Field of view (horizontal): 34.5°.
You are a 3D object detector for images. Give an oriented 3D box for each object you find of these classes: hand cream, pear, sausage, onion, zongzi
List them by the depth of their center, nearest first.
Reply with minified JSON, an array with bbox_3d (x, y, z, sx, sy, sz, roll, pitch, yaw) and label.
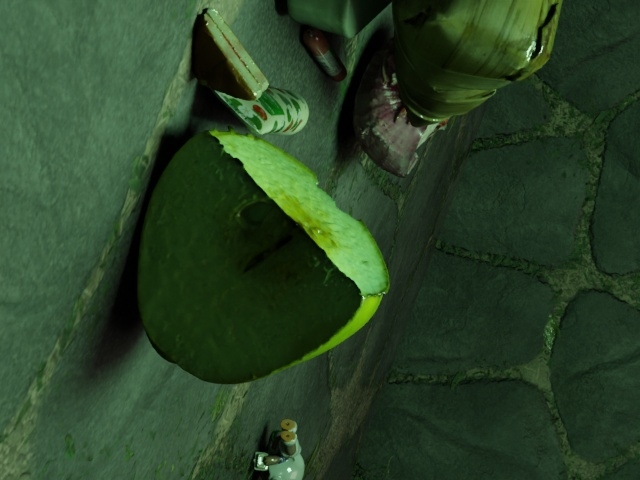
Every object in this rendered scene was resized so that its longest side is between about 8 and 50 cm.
[{"bbox_3d":[-0.084,0.044,1.168,0.159,0.292,0.292,-2,111,-73],"label":"pear"},{"bbox_3d":[-0.069,-0.162,1.277,0.059,0.095,0.276,-46,175,13],"label":"hand cream"},{"bbox_3d":[0.210,-0.426,1.412,0.467,0.218,0.500,162,-57,-80],"label":"zongzi"},{"bbox_3d":[0.008,-0.269,1.506,0.223,0.029,0.029,30,80,-76],"label":"sausage"},{"bbox_3d":[0.153,-0.256,1.824,0.267,0.159,0.349,-59,174,5],"label":"onion"}]

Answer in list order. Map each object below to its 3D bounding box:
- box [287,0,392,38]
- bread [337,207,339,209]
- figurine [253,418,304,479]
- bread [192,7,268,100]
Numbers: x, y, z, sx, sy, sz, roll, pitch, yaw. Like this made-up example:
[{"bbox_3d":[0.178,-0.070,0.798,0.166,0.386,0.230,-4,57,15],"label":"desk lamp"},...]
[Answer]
[{"bbox_3d":[0.088,-0.502,1.326,0.396,0.111,0.396,-52,157,-52],"label":"box"},{"bbox_3d":[-0.010,0.022,1.799,0.136,0.054,0.154,-54,157,-39],"label":"bread"},{"bbox_3d":[-0.081,0.428,2.021,0.147,0.093,0.197,-87,174,-47],"label":"figurine"},{"bbox_3d":[-0.111,-0.195,1.127,0.109,0.062,0.043,56,36,-18],"label":"bread"}]
